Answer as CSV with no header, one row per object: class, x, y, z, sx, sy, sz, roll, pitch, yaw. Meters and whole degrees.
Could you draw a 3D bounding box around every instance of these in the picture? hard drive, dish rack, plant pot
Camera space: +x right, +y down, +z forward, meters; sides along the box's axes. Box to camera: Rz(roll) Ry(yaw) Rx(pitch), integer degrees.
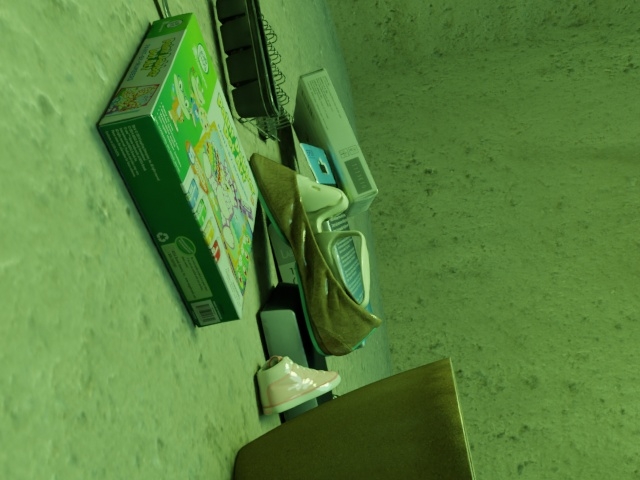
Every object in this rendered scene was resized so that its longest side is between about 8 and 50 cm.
hard drive,-0.028,0.200,1.079,0.172,0.054,0.254,-63,141,-76
dish rack,-0.097,-0.276,1.180,0.271,0.074,0.208,20,60,-80
plant pot,0.043,0.266,0.788,0.237,0.255,0.237,-10,90,-82

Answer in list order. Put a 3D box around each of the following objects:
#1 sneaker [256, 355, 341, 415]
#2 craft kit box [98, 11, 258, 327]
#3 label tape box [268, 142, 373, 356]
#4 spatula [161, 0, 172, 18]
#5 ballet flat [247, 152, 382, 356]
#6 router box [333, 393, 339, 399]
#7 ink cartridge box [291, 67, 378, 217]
sneaker,-0.030,0.181,0.957,0.134,0.051,0.070,-13,82,-43
craft kit box,-0.135,-0.080,0.766,0.246,0.061,0.249,-94,169,-53
label tape box,-0.006,0.013,1.275,0.249,0.115,0.347,-28,101,-81
spatula,-0.174,-0.276,0.828,0.084,0.030,0.296,-91,167,-58
ballet flat,0.000,0.000,1.058,0.342,0.124,0.116,68,12,20
router box,0.067,0.342,1.227,0.179,0.046,0.133,43,-2,19
ink cartridge box,0.022,-0.178,1.469,0.239,0.060,0.275,113,-45,-77
